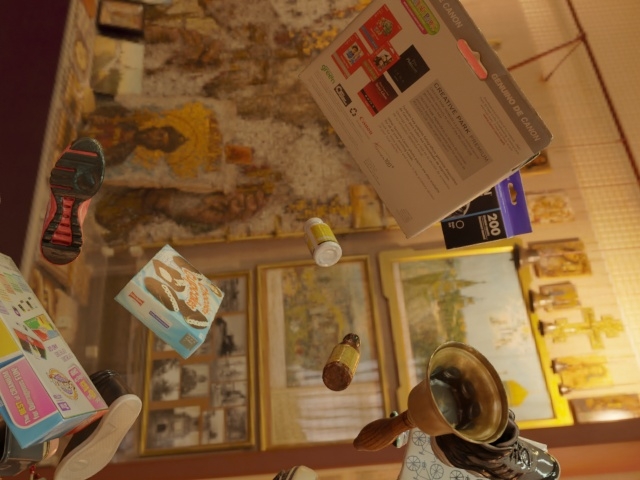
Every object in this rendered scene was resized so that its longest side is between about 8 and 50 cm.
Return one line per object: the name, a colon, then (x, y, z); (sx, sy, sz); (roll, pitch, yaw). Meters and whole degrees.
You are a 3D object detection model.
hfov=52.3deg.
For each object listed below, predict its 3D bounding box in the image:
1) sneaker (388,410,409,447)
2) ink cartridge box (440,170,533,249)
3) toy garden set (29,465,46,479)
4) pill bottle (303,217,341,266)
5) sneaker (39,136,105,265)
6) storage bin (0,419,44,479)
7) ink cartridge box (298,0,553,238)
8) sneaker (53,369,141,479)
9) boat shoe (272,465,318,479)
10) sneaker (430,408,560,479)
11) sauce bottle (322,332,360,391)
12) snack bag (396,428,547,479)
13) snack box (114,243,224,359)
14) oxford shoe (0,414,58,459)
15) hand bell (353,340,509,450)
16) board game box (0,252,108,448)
sneaker: (0.216, 0.485, 1.699); (0.038, 0.069, 0.098); (16, -66, 61)
ink cartridge box: (0.384, -0.095, 1.565); (0.045, 0.208, 0.206); (-17, 94, -69)
toy garden set: (-0.686, 0.593, 1.433); (0.204, 0.049, 0.244); (5, 76, -59)
pill bottle: (0.000, 0.000, 1.442); (0.116, 0.065, 0.065); (-116, -164, -49)
sneaker: (-0.610, -0.104, 1.562); (0.136, 0.116, 0.313); (31, -76, 58)
storage bin: (-0.606, 0.418, 1.263); (0.091, 0.135, 0.098); (28, 39, -44)
ink cartridge box: (0.165, -0.206, 0.956); (0.130, 0.272, 0.309); (-30, 86, -50)
sneaker: (-0.536, 0.429, 1.524); (0.105, 0.295, 0.147); (27, 15, -47)
boat shoe: (-0.121, 0.397, 0.907); (0.127, 0.158, 0.340); (-55, 169, -52)
sneaker: (0.354, 0.393, 1.222); (0.153, 0.269, 0.101); (118, -12, -53)
sauce bottle: (0.033, 0.164, 0.897); (0.128, 0.042, 0.042); (-43, 130, -73)
snack bag: (0.297, 0.547, 1.344); (0.037, 0.323, 0.342); (133, -23, -71)
snack box: (-0.315, 0.121, 1.415); (0.187, 0.060, 0.322); (43, 8, -9)
oxford shoe: (-0.835, 0.444, 1.809); (0.146, 0.141, 0.396); (-25, 105, -70)
hand bell: (0.115, 0.235, 0.860); (0.242, 0.126, 0.126); (-42, -137, 45)
board game box: (-0.455, 0.147, 0.970); (0.316, 0.064, 0.242); (54, -10, 7)
